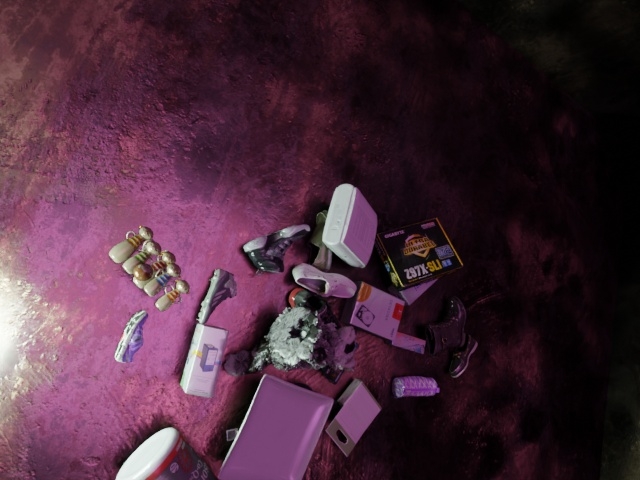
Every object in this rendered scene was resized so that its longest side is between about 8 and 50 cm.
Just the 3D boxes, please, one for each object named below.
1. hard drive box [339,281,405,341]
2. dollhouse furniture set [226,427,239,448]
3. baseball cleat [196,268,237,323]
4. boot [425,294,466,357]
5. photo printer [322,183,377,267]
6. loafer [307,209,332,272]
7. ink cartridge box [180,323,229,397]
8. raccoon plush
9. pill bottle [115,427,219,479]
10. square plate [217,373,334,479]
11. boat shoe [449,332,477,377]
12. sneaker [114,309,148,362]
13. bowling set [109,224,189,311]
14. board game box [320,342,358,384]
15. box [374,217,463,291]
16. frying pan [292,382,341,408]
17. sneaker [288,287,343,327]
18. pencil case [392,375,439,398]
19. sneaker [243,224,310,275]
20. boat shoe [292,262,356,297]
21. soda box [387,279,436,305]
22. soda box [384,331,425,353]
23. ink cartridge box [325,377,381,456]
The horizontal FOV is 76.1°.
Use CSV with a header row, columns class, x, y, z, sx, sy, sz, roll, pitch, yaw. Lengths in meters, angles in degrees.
class,x,y,z,sx,sy,sz,roll,pitch,yaw
hard drive box,0.219,0.296,1.710,0.232,0.089,0.181,25,73,-23
dollhouse furniture set,-0.266,0.713,1.404,0.090,0.081,0.115,-1,83,-27
baseball cleat,-0.350,0.200,1.422,0.109,0.072,0.206,25,62,-23
boot,0.560,0.383,1.849,0.228,0.091,0.263,4,78,-36
photo printer,0.133,-0.043,1.637,0.307,0.107,0.256,41,58,-55
loafer,0.000,0.000,1.633,0.087,0.094,0.252,7,80,-31
ink cartridge box,-0.382,0.387,1.346,0.093,0.154,0.213,19,75,-21
raccoon plush,-0.082,0.393,1.485,0.299,0.445,0.216,47,35,-49
pill bottle,-0.421,0.777,1.242,0.210,0.210,0.363,-40,102,-26
square plate,-0.145,0.669,1.420,0.344,0.049,0.348,34,75,-34
boat shoe,0.655,0.535,1.912,0.069,0.081,0.228,50,58,-10
sneaker,-0.594,0.307,1.311,0.071,0.068,0.170,29,79,-37
bowling set,-0.517,0.087,1.301,0.154,0.199,0.287,-45,107,-26
board game box,0.079,0.463,1.616,0.186,0.026,0.126,-55,140,-23
box,0.424,0.057,1.786,0.321,0.079,0.257,-14,69,-21
frying pan,-0.052,0.605,1.544,0.326,0.053,0.198,-19,101,-37
sneaker,0.002,0.289,1.573,0.276,0.135,0.098,46,64,-17
pencil case,0.406,0.631,1.762,0.205,0.088,0.087,7,82,-27
sneaker,-0.147,0.039,1.552,0.268,0.101,0.153,-21,93,-22
boat shoe,0.018,0.180,1.600,0.276,0.096,0.098,19,119,-17
soda box,0.439,0.173,1.839,0.286,0.091,0.098,-36,98,-27
soda box,0.370,0.444,1.785,0.183,0.058,0.063,21,74,-23
ink cartridge box,0.122,0.693,1.609,0.235,0.056,0.171,-43,113,-25
